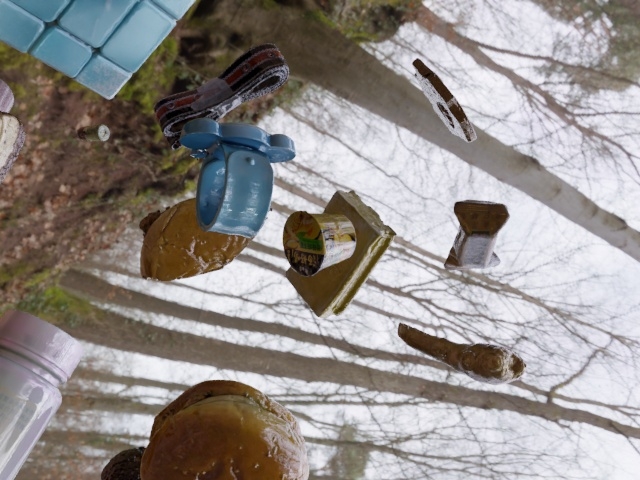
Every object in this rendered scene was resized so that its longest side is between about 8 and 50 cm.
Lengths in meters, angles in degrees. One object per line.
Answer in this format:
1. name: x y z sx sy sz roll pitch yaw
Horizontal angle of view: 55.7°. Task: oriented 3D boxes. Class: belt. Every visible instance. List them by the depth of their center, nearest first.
1. belt: -0.243 -0.358 1.492 0.359 0.126 0.094 -32 -117 5

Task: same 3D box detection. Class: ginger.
1. ginger: 0.291 0.241 1.295 0.294 0.131 0.086 14 -93 36

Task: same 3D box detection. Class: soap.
1. soap: 0.045 0.040 1.629 0.199 0.091 0.315 51 -59 30

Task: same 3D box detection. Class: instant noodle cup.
1. instant noodle cup: 0.000 0.000 1.405 0.151 0.122 0.151 11 -75 45

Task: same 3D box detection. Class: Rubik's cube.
1. Rubik's cube: -0.503 -0.549 1.242 0.322 0.316 0.319 -43 -122 13

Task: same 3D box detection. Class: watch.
1. watch: -0.157 -0.103 1.085 0.211 0.211 0.193 -11 -107 50

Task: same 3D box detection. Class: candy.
1. candy: 0.381 0.000 1.472 0.143 0.271 0.101 3 -125 8

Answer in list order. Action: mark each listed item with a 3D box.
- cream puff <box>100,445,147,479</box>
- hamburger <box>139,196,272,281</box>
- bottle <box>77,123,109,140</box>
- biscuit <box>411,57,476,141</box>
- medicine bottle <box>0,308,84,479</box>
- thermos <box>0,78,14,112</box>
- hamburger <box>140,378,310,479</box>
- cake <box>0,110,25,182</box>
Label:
1. cream puff: -0.388 0.576 1.343 0.239 0.165 0.239 166 -90 -84
2. hamburger: -0.272 -0.016 1.351 0.282 0.245 0.155 -57 -148 2
3. bottle: -0.643 -0.302 1.700 0.101 0.063 0.047 4 -95 30
4. biscuit: 0.276 -0.323 1.370 0.034 0.215 0.182 -37 -160 7
5. medicine bottle: -0.648 0.341 1.190 0.213 0.213 0.378 -15 -139 48
6. thermos: -0.896 -0.311 1.535 0.176 0.146 0.265 91 -4 -47
7. hamburger: -0.174 0.423 1.140 0.290 0.314 0.170 -51 -167 15
8. cake: -0.477 -0.164 0.723 0.135 0.246 0.112 -44 176 -3
